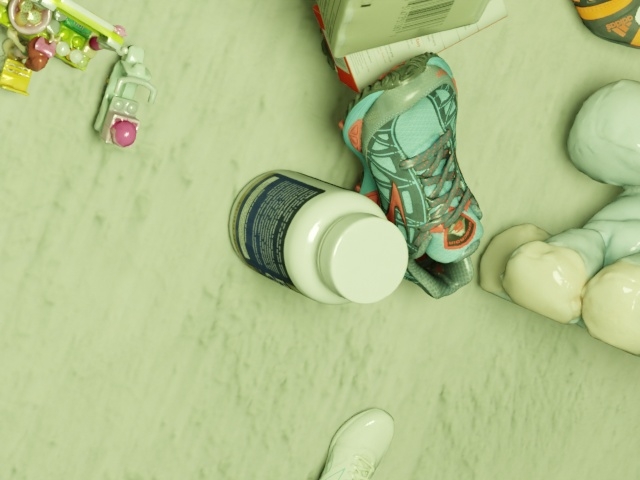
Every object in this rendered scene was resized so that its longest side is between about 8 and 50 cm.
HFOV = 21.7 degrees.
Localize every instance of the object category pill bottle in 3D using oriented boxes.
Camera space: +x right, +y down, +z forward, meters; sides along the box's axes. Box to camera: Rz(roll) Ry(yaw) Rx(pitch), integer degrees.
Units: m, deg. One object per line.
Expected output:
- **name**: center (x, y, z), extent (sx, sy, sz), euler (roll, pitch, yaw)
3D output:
- **pill bottle**: center (0.000, 0.000, 1.359), extent (0.094, 0.169, 0.094), euler (-6, 104, -26)

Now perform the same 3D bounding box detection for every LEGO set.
- **LEGO set**: center (-0.249, -0.144, 1.231), extent (0.287, 0.107, 0.132), euler (4, 99, -29)

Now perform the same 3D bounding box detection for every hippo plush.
- **hippo plush**: center (0.313, -0.011, 1.485), extent (0.294, 0.234, 0.236), euler (23, 90, -29)

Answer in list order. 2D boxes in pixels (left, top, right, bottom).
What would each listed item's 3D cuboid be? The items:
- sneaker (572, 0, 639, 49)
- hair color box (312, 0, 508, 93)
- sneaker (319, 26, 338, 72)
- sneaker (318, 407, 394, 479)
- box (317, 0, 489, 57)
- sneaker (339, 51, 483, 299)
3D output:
- **sneaker**: center (0.365, -0.275, 1.533), extent (0.321, 0.124, 0.180), euler (-21, 115, -11)
- **hair color box**: center (0.072, -0.183, 1.327), extent (0.141, 0.043, 0.072), euler (-28, 120, -10)
- **sneaker**: center (0.085, -0.263, 1.396), extent (0.118, 0.107, 0.279), euler (7, 108, -34)
- **sneaker**: center (0.022, 0.218, 1.483), extent (0.054, 0.061, 0.152), euler (42, 79, -26)
- **box**: center (0.029, -0.311, 1.238), extent (0.121, 0.148, 0.311), euler (-15, 81, -7)
- **sneaker**: center (0.094, -0.046, 1.359), extent (0.104, 0.125, 0.262), euler (-32, 151, -14)
